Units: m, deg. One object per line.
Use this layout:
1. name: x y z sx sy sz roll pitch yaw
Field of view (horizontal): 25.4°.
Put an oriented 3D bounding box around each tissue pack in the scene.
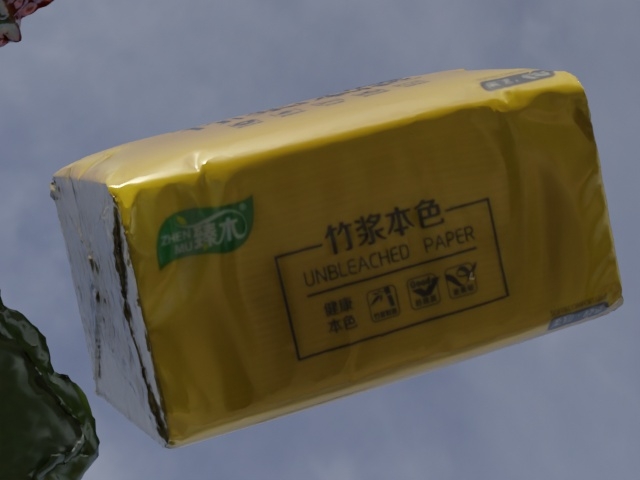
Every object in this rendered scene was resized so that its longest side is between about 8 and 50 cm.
1. tissue pack: 0.000 0.000 1.148 0.382 0.293 0.228 -16 -81 -18

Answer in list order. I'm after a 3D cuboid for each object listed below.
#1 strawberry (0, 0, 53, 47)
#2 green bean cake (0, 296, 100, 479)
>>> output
1. strawberry: -0.222 -0.217 0.767 0.205 0.244 0.205 -12 -47 -13
2. green bean cake: -0.359 0.137 0.941 0.319 0.335 0.218 52 -29 4
